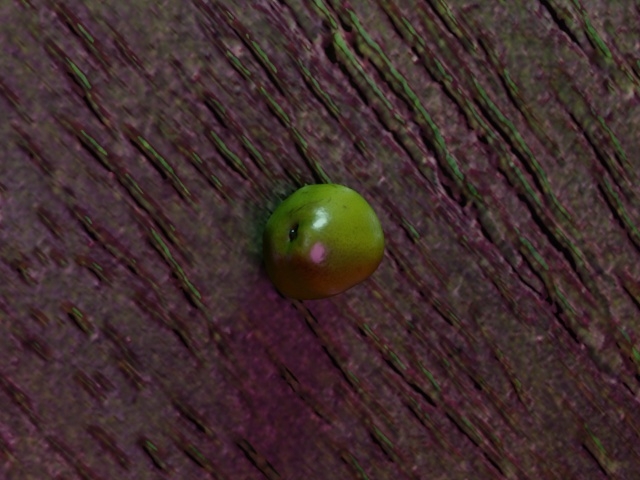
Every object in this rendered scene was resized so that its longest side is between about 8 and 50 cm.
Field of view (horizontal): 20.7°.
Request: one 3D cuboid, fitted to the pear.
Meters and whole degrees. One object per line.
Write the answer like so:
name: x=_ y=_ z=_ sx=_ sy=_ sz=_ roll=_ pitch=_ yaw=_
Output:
pear: x=0.000 y=0.000 z=1.278 sx=0.092 sy=0.097 sz=0.092 roll=0 pitch=90 yaw=6
